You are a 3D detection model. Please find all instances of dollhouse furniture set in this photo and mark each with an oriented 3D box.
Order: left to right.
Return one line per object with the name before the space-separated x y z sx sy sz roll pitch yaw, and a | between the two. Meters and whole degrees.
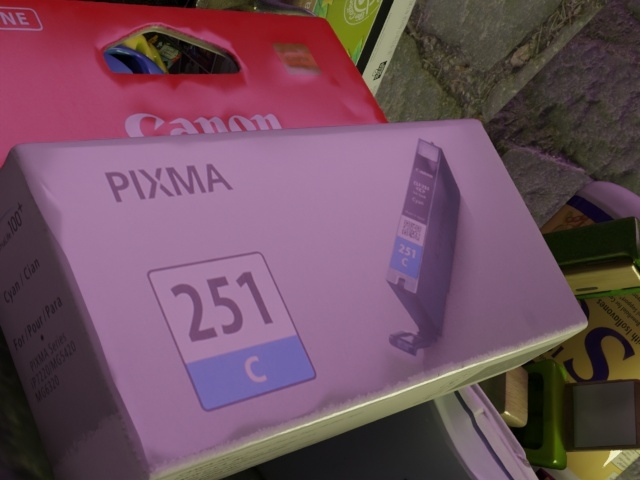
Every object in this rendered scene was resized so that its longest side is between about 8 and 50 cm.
dollhouse furniture set | 0.164 0.059 0.768 0.301 0.151 0.197 34 54 -49

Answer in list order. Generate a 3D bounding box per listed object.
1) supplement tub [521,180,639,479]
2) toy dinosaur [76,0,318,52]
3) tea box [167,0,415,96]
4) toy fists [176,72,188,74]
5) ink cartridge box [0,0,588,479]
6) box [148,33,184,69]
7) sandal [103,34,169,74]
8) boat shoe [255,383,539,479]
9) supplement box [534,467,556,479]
supplement tub | 0.259 0.127 1.022 0.241 0.331 0.241 44 5 -5
toy dinosaur | -0.173 -0.188 0.721 0.121 0.313 0.160 -9 83 -72
tea box | -0.046 -0.326 1.443 0.220 0.329 0.323 41 42 20
toy fists | -0.112 -0.110 1.284 0.279 0.096 0.142 46 7 3
ink cartridge box | -0.027 -0.033 0.480 0.296 0.066 0.261 -10 67 -45
box | -0.250 -0.251 1.306 0.027 0.094 0.137 47 6 18
sandal | -0.168 -0.073 0.587 0.138 0.126 0.317 58 15 16
boat shoe | 0.065 0.134 0.602 0.367 0.136 0.156 50 7 18
supplement box | 0.192 0.257 0.870 0.043 0.083 0.055 42 5 -30
